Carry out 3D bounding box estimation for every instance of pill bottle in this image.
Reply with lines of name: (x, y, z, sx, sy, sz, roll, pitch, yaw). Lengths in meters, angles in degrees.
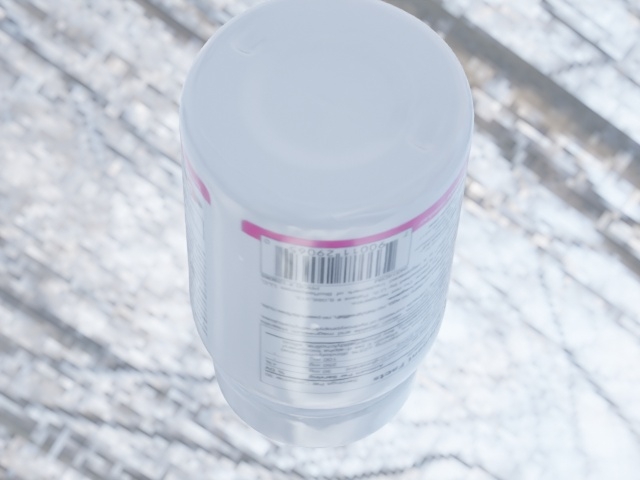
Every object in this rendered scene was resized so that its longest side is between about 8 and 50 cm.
pill bottle: (0.000, 0.000, 1.180, 0.283, 0.160, 0.160, 94, 19, -57)
